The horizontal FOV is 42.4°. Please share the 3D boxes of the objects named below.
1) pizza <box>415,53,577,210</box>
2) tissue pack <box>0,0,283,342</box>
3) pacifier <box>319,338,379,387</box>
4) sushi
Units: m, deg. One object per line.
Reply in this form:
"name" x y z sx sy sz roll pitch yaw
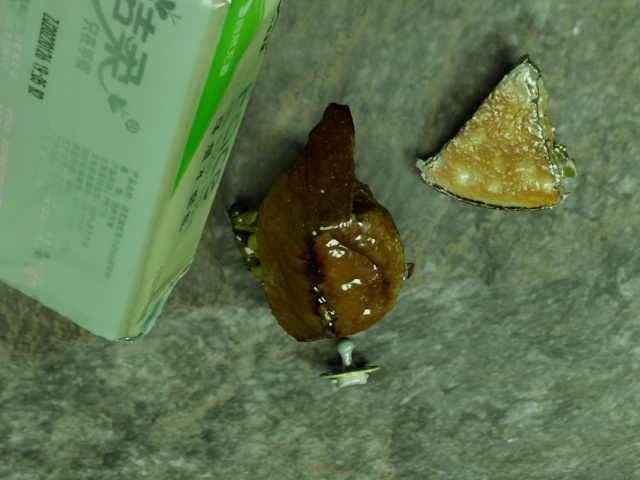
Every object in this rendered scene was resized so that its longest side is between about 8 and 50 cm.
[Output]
"pizza" 0.209 -0.123 0.934 0.185 0.052 0.195 10 126 2
"tissue pack" -0.236 -0.154 0.774 0.332 0.205 0.404 27 126 3
"pacifier" 0.037 0.166 1.125 0.083 0.068 0.064 -7 89 -16
"sushi" -0.001 0.003 0.965 0.167 0.179 0.296 -27 137 -10
